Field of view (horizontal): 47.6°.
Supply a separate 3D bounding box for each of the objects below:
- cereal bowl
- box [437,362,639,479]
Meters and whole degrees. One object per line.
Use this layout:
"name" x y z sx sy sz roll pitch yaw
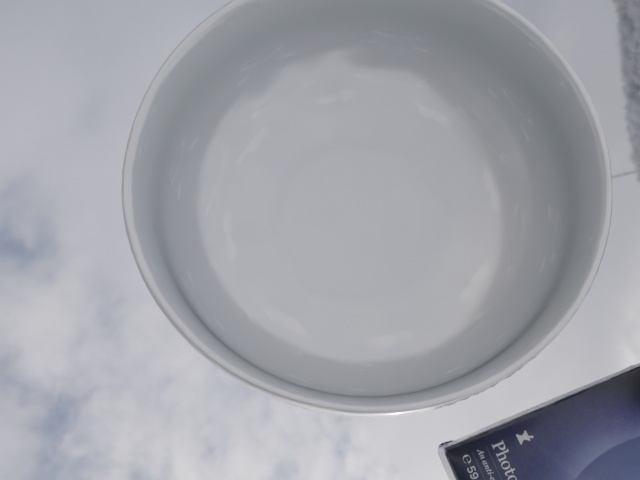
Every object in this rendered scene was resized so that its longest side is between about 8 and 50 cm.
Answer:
"cereal bowl" 0.032 -0.032 0.562 0.141 0.339 0.338 85 -177 -75
"box" 0.333 0.326 0.851 0.182 0.294 0.296 70 177 -73
